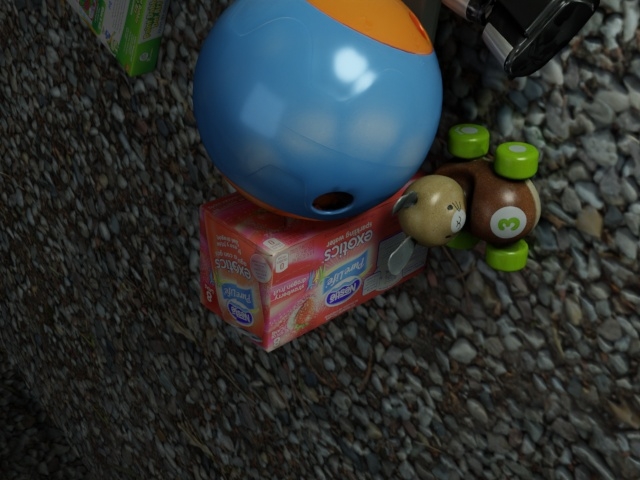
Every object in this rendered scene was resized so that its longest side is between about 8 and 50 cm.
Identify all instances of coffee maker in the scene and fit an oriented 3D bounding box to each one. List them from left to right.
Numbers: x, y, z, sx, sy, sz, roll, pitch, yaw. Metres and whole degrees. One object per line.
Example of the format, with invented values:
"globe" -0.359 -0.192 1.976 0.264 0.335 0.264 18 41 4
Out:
"coffee maker" 0.201 -0.289 1.084 0.178 0.120 0.171 49 139 22

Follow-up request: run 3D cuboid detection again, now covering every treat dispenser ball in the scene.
"treat dispenser ball" -0.003 -0.166 1.187 0.288 0.288 0.288 28 128 41

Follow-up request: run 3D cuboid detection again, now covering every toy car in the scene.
"toy car" 0.153 -0.032 1.222 0.149 0.188 0.155 28 129 41

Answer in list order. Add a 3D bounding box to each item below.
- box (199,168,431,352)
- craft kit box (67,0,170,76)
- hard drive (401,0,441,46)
"box" 0.000 0.000 1.338 0.142 0.300 0.154 32 132 36
"craft kit box" -0.348 -0.452 1.750 0.246 0.061 0.250 52 141 24
"hard drive" 0.069 -0.413 1.249 0.233 0.047 0.353 36 133 35
